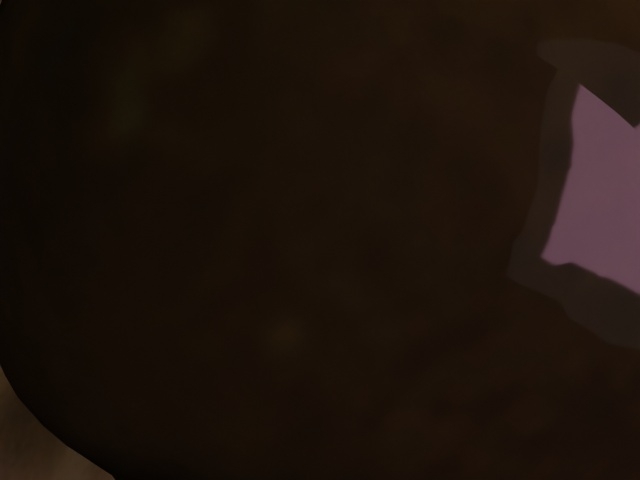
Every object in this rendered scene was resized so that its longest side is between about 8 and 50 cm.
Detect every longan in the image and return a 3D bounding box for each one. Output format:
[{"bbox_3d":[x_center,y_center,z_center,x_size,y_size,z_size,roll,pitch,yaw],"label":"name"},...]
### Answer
[{"bbox_3d":[0.032,-0.007,0.629,0.288,0.288,0.350,-59,137,-32],"label":"longan"}]
